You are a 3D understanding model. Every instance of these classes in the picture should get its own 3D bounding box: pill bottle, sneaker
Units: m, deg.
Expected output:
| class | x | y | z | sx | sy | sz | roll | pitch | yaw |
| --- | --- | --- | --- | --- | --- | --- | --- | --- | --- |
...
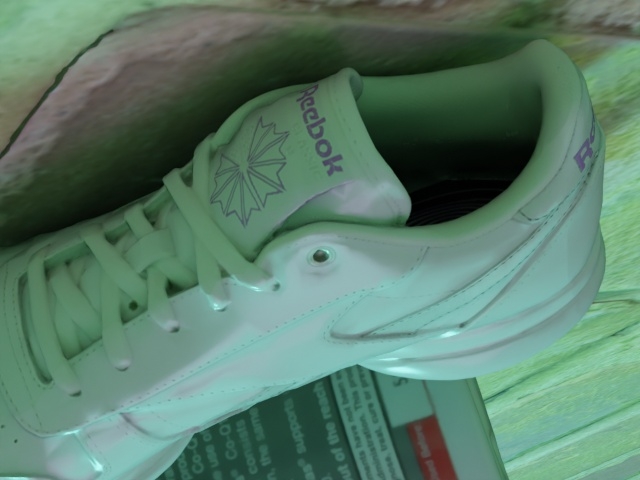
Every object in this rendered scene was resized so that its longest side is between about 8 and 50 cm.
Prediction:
| class | x | y | z | sx | sy | sz | roll | pitch | yaw |
| --- | --- | --- | --- | --- | --- | --- | --- | --- | --- |
| pill bottle | -0.053 | 0.126 | 0.711 | 0.283 | 0.161 | 0.161 | -19 | 162 | 6 |
| sneaker | -0.042 | 0.004 | 0.489 | 0.305 | 0.114 | 0.152 | -19 | 149 | -8 |
